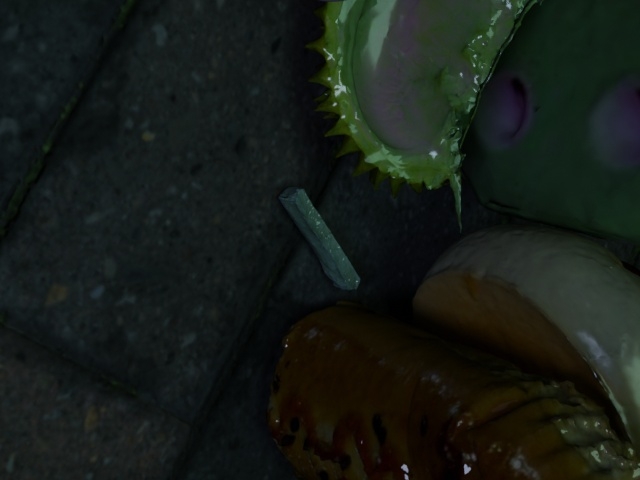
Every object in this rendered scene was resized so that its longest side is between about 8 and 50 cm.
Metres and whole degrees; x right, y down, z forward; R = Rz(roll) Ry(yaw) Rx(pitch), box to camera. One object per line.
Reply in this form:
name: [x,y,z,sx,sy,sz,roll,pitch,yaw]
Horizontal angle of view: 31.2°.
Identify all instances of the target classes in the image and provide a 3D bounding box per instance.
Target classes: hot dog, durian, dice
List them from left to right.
durian: [0.108,-0.207,0.948,0.158,0.169,0.352,24,95,-54]
hot dog: [0.135,0.252,0.950,0.196,0.365,0.367,-34,119,-29]
dice: [0.329,-0.152,1.070,0.318,0.330,0.322,8,95,-39]

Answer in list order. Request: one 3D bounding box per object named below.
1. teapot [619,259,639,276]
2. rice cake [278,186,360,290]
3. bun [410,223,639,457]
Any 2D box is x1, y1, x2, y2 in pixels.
teapot: [0.270,0.119,1.223,0.252,0.135,0.178,-31,86,-14]
rice cake: [0.000,0.000,1.001,0.021,0.022,0.121,-52,130,-24]
bun: [0.225,0.110,1.032,0.165,0.299,0.299,-29,118,-28]
